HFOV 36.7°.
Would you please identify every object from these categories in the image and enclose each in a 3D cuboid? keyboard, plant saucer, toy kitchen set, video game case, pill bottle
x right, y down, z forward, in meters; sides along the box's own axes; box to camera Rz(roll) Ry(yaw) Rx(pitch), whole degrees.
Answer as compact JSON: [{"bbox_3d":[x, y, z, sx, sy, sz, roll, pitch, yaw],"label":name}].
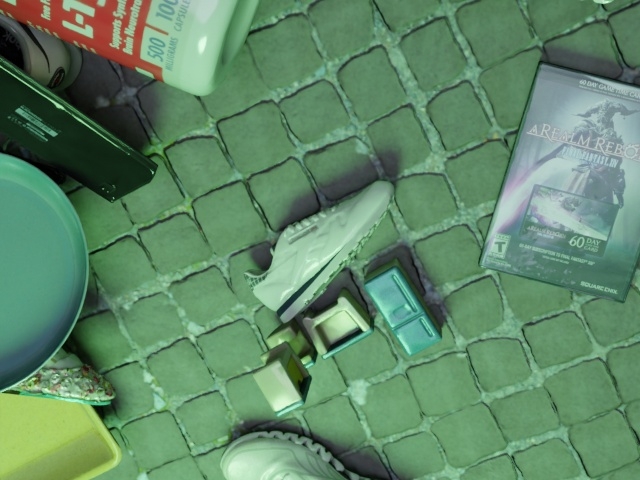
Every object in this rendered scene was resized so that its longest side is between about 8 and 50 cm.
[{"bbox_3d":[-0.368,-0.143,1.197,0.202,0.033,0.317,-21,134,41],"label":"keyboard"},{"bbox_3d":[-0.486,0.229,1.364,0.333,0.081,0.332,-28,100,13],"label":"plant saucer"},{"bbox_3d":[-0.443,0.043,1.222,0.318,0.043,0.317,-1,80,5],"label":"plant saucer"},{"bbox_3d":[0.040,0.144,1.240,0.207,0.166,0.122,-31,100,13],"label":"toy kitchen set"},{"bbox_3d":[0.333,-0.071,1.225,0.196,0.026,0.274,14,107,2],"label":"video game case"},{"bbox_3d":[-0.272,-0.343,1.104,0.408,0.229,0.229,22,107,-1],"label":"pill bottle"}]

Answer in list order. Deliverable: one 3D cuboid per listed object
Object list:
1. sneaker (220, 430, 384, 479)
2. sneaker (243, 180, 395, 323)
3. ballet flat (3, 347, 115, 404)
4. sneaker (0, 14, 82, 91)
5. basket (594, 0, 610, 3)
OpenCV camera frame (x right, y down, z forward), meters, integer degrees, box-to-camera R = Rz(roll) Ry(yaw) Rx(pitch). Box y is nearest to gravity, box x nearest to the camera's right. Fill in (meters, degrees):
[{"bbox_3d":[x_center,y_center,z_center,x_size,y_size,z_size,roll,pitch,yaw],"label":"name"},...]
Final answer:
[{"bbox_3d":[-0.004,0.357,1.332,0.292,0.118,0.110,23,108,1],"label":"sneaker"},{"bbox_3d":[0.000,0.000,1.251,0.095,0.090,0.235,45,102,9],"label":"sneaker"},{"bbox_3d":[-0.384,0.163,1.252,0.241,0.091,0.077,6,92,2],"label":"ballet flat"},{"bbox_3d":[-0.465,-0.286,1.186,0.331,0.146,0.122,27,108,0],"label":"sneaker"},{"bbox_3d":[0.176,-0.390,1.002,0.328,0.331,0.266,3,100,5],"label":"basket"}]
